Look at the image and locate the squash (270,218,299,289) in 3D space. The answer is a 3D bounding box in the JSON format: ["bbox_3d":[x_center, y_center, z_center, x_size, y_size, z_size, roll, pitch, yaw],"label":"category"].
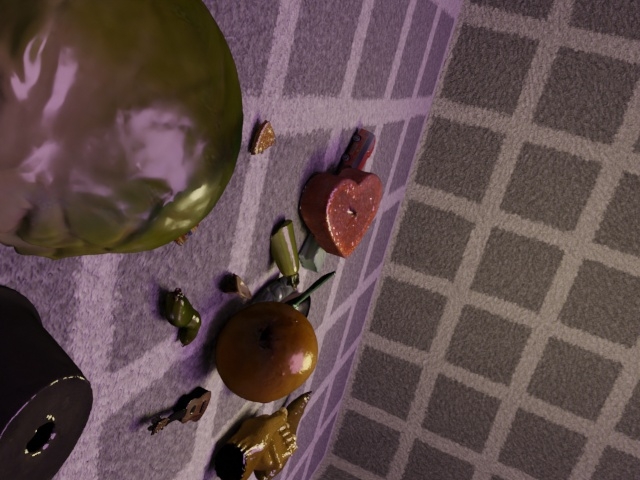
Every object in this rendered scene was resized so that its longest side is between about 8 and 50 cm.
[{"bbox_3d":[-0.100,0.045,1.541,0.090,0.075,0.200,-79,161,-72],"label":"squash"}]

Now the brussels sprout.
[{"bbox_3d":[-0.239,-0.132,0.584,0.344,0.268,0.343,-22,120,-44],"label":"brussels sprout"}]

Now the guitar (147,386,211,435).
[{"bbox_3d":[-0.331,0.402,1.268,0.271,0.038,0.083,22,87,-76],"label":"guitar"}]

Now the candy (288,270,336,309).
[{"bbox_3d":[-0.073,0.180,1.517,0.323,0.097,0.097,-43,175,24],"label":"candy"}]

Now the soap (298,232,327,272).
[{"bbox_3d":[0.000,0.000,1.823,0.114,0.064,0.198,70,42,-65],"label":"soap"}]

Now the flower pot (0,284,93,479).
[{"bbox_3d":[-0.385,0.198,0.640,0.269,0.166,0.268,18,90,-74],"label":"flower pot"}]

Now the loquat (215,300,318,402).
[{"bbox_3d":[-0.137,0.281,1.386,0.263,0.263,0.262,20,90,-74],"label":"loquat"}]

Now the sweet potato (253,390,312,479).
[{"bbox_3d":[-0.150,0.767,2.142,0.422,0.131,0.130,-55,158,-46],"label":"sweet potato"}]

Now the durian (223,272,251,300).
[{"bbox_3d":[-0.196,0.113,1.325,0.130,0.066,0.052,49,62,-82],"label":"durian"}]

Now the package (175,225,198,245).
[{"bbox_3d":[-0.247,-0.057,1.017,0.120,0.031,0.108,-59,161,-17],"label":"package"}]

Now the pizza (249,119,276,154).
[{"bbox_3d":[-0.127,-0.225,1.211,0.083,0.025,0.078,-65,160,9],"label":"pizza"}]

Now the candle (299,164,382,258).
[{"bbox_3d":[0.073,-0.080,1.700,0.317,0.132,0.286,-13,118,-52],"label":"candle"}]

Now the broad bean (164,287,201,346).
[{"bbox_3d":[-0.283,0.153,1.116,0.213,0.048,0.070,92,23,-54],"label":"broad bean"}]

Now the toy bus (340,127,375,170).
[{"bbox_3d":[0.126,-0.291,1.863,0.192,0.077,0.065,-62,165,-22],"label":"toy bus"}]

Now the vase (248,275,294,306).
[{"bbox_3d":[-0.141,0.156,1.567,0.211,0.060,0.059,-30,138,-58],"label":"vase"}]

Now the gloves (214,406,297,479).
[{"bbox_3d":[-0.205,0.660,1.781,0.357,0.156,0.202,-1,103,-56],"label":"gloves"}]

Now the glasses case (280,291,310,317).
[{"bbox_3d":[-0.096,0.238,1.762,0.314,0.075,0.121,-10,116,-76],"label":"glasses case"}]
